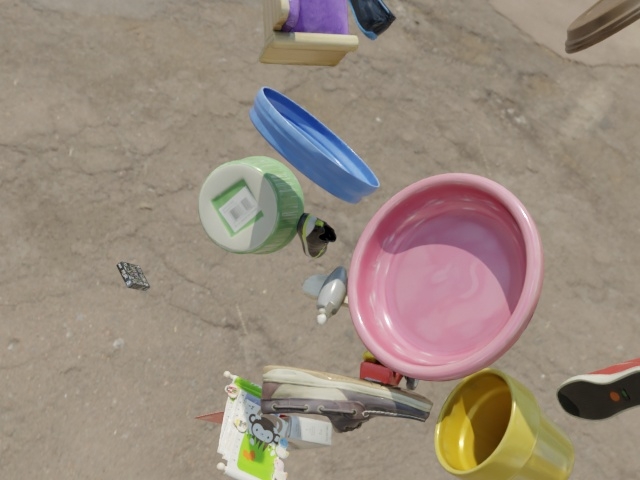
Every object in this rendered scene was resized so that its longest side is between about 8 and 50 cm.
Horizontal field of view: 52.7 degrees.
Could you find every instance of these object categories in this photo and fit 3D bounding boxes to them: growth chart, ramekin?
[{"bbox_3d":[-0.137,0.400,1.345,0.172,0.021,0.237,24,42,-24],"label":"growth chart"},{"bbox_3d":[-0.214,-0.100,1.918,0.303,0.303,0.148,42,18,12],"label":"ramekin"}]

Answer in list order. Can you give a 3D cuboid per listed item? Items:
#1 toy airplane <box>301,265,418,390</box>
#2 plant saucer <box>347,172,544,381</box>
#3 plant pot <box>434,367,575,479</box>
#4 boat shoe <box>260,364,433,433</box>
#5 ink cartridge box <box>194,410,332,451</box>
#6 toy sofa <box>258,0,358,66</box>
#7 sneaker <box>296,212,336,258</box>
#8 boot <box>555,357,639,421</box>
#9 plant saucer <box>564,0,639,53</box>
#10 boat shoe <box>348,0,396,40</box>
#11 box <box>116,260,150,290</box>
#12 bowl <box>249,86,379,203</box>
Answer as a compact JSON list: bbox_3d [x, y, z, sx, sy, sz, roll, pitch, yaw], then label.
[{"bbox_3d":[0.183,0.164,1.570,0.384,0.386,0.272,61,10,23],"label":"toy airplane"},{"bbox_3d":[0.197,0.059,1.025,0.084,0.332,0.332,28,34,-46],"label":"plant saucer"},{"bbox_3d":[0.427,0.453,1.456,0.239,0.254,0.254,33,41,-18],"label":"plant pot"},{"bbox_3d":[0.037,0.268,1.057,0.285,0.103,0.092,9,80,9],"label":"boat shoe"},{"bbox_3d":[-0.146,0.466,1.577,0.239,0.275,0.060,20,61,-31],"label":"ink cartridge box"},{"bbox_3d":[-0.024,-0.491,1.091,0.150,0.177,0.362,-2,85,-19],"label":"toy sofa"},{"bbox_3d":[0.000,0.000,1.880,0.097,0.234,0.084,16,72,19],"label":"sneaker"},{"bbox_3d":[0.588,0.265,1.238,0.176,0.244,0.088,-19,80,-37],"label":"boot"},{"bbox_3d":[0.549,-0.427,1.131,0.041,0.278,0.278,53,43,-8],"label":"plant saucer"},{"bbox_3d":[0.102,-0.565,1.428,0.109,0.089,0.258,1,65,-63],"label":"boat shoe"},{"bbox_3d":[-0.455,0.088,1.575,0.067,0.018,0.083,58,7,15],"label":"box"},{"bbox_3d":[-0.018,-0.239,1.655,0.391,0.077,0.391,37,16,-12],"label":"bowl"}]
